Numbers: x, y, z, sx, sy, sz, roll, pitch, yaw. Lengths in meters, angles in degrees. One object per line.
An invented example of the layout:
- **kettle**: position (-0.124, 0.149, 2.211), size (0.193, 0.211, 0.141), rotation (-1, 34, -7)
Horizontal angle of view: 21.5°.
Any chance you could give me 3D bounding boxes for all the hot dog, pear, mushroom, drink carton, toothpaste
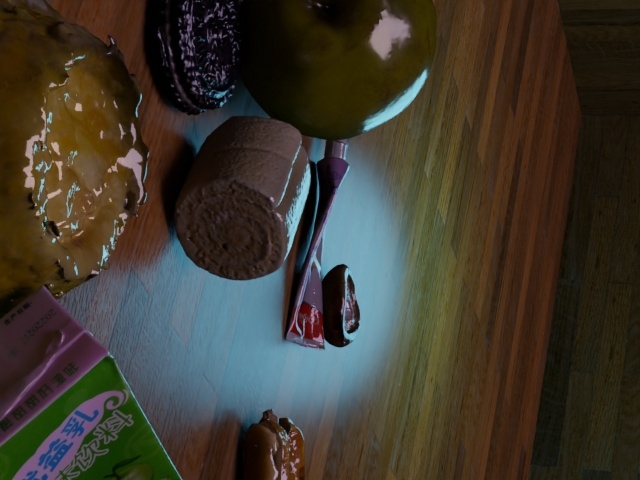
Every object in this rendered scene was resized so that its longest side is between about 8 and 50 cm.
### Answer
- **hot dog**: position (-0.062, 0.348, 2.134), size (0.109, 0.072, 0.270), rotation (5, 86, -70)
- **pear**: position (0.018, -0.242, 2.037), size (0.307, 0.252, 0.253), rotation (64, 32, -74)
- **mushroom**: position (0.024, 0.093, 2.388), size (0.123, 0.052, 0.123), rotation (-2, 90, -78)
- **drink carton**: position (-0.232, 0.182, 1.438), size (0.161, 0.108, 0.271), rotation (-41, 146, -16)
- **toothpaste**: position (0.000, 0.000, 2.319), size (0.075, 0.048, 0.301), rotation (49, 48, -70)

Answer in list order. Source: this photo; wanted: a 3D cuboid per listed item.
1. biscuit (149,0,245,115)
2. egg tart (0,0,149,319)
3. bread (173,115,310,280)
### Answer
- **biscuit**: position (-0.134, -0.235, 1.869), size (0.194, 0.053, 0.195), rotation (2, 90, -71)
- **egg tart**: position (-0.248, -0.070, 1.430), size (0.345, 0.132, 0.345), rotation (4, 90, -70)
- **bread**: position (-0.087, -0.050, 1.909), size (0.141, 0.134, 0.148), rotation (-71, 168, -50)
